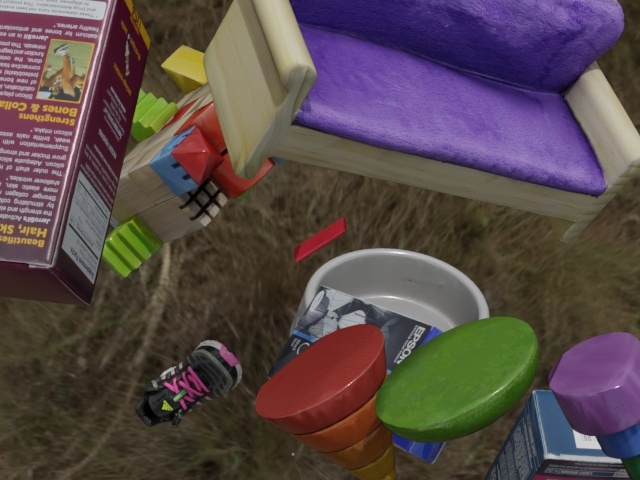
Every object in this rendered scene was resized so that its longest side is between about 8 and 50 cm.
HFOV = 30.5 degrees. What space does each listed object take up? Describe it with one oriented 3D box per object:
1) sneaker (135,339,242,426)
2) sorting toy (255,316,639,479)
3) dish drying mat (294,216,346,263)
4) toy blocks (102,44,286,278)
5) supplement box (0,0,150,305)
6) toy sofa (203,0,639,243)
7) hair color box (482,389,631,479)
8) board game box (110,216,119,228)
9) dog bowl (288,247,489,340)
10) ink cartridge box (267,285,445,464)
[{"bbox_3d":[-0.149,0.165,1.288,0.063,0.170,0.075,52,48,-5],"label":"sneaker"},{"bbox_3d":[0.106,0.142,0.872,0.127,0.365,0.126,-43,112,-35],"label":"sorting toy"},{"bbox_3d":[0.000,0.000,1.550,0.083,0.032,0.008,-32,120,20],"label":"dish drying mat"},{"bbox_3d":[-0.090,-0.140,1.355,0.191,0.261,0.381,49,56,-17],"label":"toy blocks"},{"bbox_3d":[-0.178,-0.064,0.709,0.104,0.081,0.188,6,71,9],"label":"supplement box"},{"bbox_3d":[0.103,-0.129,0.958,0.362,0.177,0.150,10,44,-30],"label":"toy sofa"},{"bbox_3d":[0.328,0.342,1.607,0.173,0.347,0.105,4,51,-8],"label":"hair color box"},{"bbox_3d":[-0.333,-0.052,1.948,0.026,0.103,0.154,-37,74,-26],"label":"board game box"},{"bbox_3d":[0.122,0.139,1.953,0.348,0.349,0.102,5,124,-3],"label":"dog bowl"},{"bbox_3d":[0.072,0.176,1.624,0.065,0.332,0.165,40,75,-36],"label":"ink cartridge box"}]
